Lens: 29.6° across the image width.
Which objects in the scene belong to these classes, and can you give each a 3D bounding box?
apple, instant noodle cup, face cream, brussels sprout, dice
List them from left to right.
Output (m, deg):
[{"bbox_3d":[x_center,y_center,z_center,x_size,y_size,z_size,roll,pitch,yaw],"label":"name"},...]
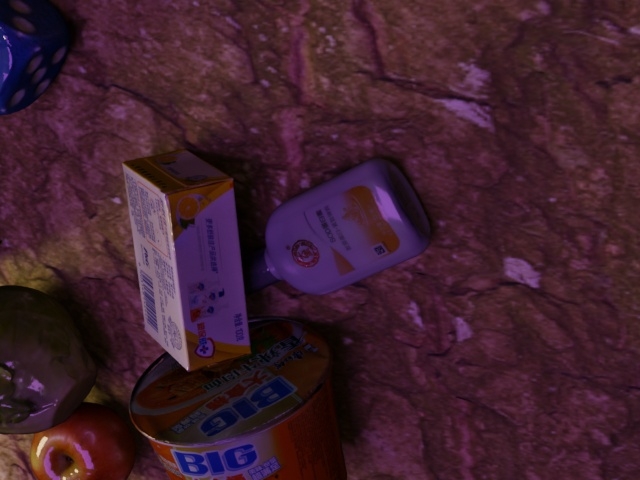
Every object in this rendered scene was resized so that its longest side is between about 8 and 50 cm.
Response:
[{"bbox_3d":[-0.439,-0.266,1.650,0.146,0.146,0.143,40,120,4],"label":"dice"},{"bbox_3d":[-0.463,0.185,1.816,0.244,0.244,0.244,9,115,20],"label":"brussels sprout"},{"bbox_3d":[-0.367,0.327,1.890,0.163,0.139,0.163,3,101,18],"label":"apple"},{"bbox_3d":[-0.096,0.272,1.669,0.296,0.296,0.214,-3,118,25],"label":"instant noodle cup"},{"bbox_3d":[0.000,0.000,1.618,0.291,0.071,0.144,-23,101,31],"label":"face cream"}]

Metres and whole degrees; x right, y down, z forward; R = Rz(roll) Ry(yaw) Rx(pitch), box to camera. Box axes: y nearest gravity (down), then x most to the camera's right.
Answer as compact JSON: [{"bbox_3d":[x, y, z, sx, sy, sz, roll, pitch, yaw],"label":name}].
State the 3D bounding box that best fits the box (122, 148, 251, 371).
[{"bbox_3d":[-0.182,0.025,1.651,0.168,0.097,0.265,29,129,56],"label":"box"}]
